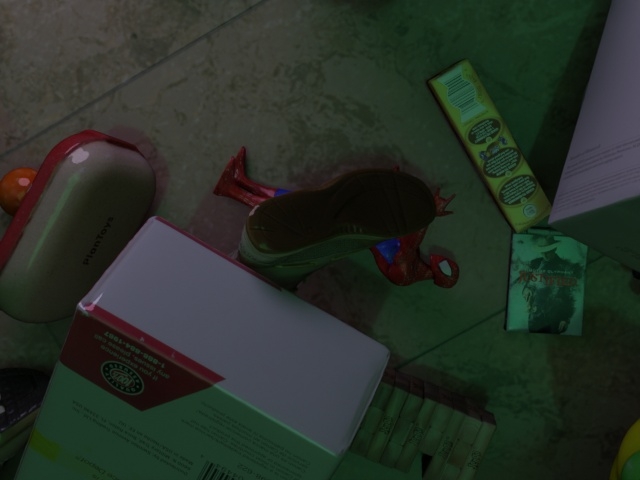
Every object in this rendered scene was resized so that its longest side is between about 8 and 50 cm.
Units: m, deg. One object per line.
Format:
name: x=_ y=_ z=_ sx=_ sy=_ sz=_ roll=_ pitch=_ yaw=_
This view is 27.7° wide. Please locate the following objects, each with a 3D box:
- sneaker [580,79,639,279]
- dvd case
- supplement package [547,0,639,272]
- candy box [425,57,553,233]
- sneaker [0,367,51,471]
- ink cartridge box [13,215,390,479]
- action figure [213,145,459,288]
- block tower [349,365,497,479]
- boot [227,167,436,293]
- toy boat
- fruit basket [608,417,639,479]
sneaker: x=0.370 y=-0.059 z=1.397 sx=0.118 sy=0.110 sz=0.292 roll=-22 pitch=92 yaw=-15
dvd case: x=0.253 y=0.046 z=1.451 sx=0.087 sy=0.013 sz=0.119 roll=4 pitch=96 yaw=3
supplement package: x=0.372 y=-0.124 z=1.259 sx=0.177 sy=0.175 sz=0.293 roll=25 pitch=71 yaw=-18
candy box: x=0.180 y=-0.103 z=1.389 sx=0.053 sy=0.109 sz=0.187 roll=-32 pitch=94 yaw=6
sneaker: x=-0.431 y=0.312 z=1.488 sx=0.410 sy=0.158 sz=0.182 roll=-42 pitch=124 yaw=5
ink cartridge box: x=-0.141 y=0.205 z=1.333 sx=0.279 sy=0.160 sz=0.385 roll=29 pitch=132 yaw=0
action figure: x=0.040 y=-0.047 z=1.410 sx=0.280 sy=0.091 sz=0.139 roll=29 pitch=109 yaw=0
block tower: x=0.020 y=0.173 z=1.442 sx=0.335 sy=0.091 sz=0.097 roll=23 pitch=97 yaw=1
boot: x=0.000 y=0.000 z=1.338 sx=0.213 sy=0.165 sz=0.077 roll=-13 pitch=72 yaw=-26
toy boat: x=-0.299 y=-0.027 z=1.429 sx=0.151 sy=0.151 sz=0.231 roll=34 pitch=98 yaw=29
fruit basket: x=0.410 y=0.279 z=1.287 sx=0.392 sy=0.392 sz=0.283 roll=-44 pitch=79 yaw=7
